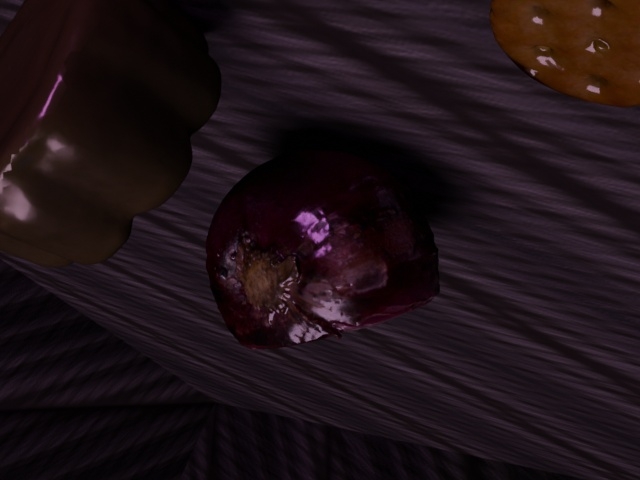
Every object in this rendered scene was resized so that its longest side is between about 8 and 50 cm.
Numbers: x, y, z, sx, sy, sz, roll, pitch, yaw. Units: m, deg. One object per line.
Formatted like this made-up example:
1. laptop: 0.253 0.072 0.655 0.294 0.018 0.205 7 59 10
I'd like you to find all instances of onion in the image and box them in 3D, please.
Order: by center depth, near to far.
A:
1. onion: 0.000 0.000 1.426 0.282 0.260 0.337 -13 178 -45

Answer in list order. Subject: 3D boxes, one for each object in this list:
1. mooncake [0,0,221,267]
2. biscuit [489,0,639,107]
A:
1. mooncake: -0.295 -0.147 1.245 0.201 0.378 0.378 31 158 -31
2. biscuit: 0.264 -0.196 0.945 0.221 0.066 0.220 21 159 8
